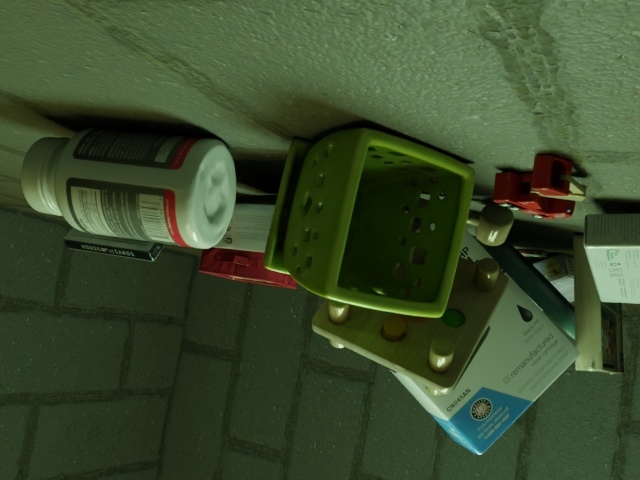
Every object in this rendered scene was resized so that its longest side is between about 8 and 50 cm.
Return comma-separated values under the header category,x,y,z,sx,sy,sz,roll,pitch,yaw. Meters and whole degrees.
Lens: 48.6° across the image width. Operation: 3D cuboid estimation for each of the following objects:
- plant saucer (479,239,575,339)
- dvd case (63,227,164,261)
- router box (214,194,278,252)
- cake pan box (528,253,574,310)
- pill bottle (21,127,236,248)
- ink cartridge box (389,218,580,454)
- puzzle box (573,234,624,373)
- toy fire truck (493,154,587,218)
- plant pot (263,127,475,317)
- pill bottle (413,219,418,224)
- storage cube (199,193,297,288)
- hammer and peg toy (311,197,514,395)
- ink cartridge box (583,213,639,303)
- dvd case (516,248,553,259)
category,x,y,z,sx,sy,sz,roll,pitch,yaw
plant saucer,0.478,0.095,1.577,0.317,0.044,0.317,42,-166,-13
dvd case,-0.324,-0.065,1.282,0.179,0.239,0.030,7,137,20
router box,-0.073,-0.038,1.354,0.335,0.082,0.301,5,-172,38
cake pan box,0.595,0.124,1.876,0.267,0.070,0.245,15,151,-43
pill bottle,-0.313,-0.091,1.155,0.318,0.176,0.176,8,174,16
ink cartridge box,0.258,0.172,1.411,0.395,0.285,0.166,47,173,0
puzzle box,0.615,0.155,1.558,0.052,0.272,0.409,-3,169,28
toy fire truck,0.322,-0.070,1.001,0.192,0.047,0.135,14,171,-39
plant pot,0.056,-0.027,1.025,0.227,0.228,0.207,14,178,-37
pill bottle,0.220,0.007,1.586,0.184,0.103,0.103,11,174,-10
storage cube,-0.152,0.002,1.684,0.183,0.193,0.215,7,172,19
hammer and peg toy,0.175,0.069,1.223,0.266,0.361,0.127,22,143,21
ink cartridge box,0.623,0.038,1.170,0.330,0.071,0.324,0,160,25
dvd case,0.520,0.034,1.801,0.119,0.013,0.087,4,172,37
